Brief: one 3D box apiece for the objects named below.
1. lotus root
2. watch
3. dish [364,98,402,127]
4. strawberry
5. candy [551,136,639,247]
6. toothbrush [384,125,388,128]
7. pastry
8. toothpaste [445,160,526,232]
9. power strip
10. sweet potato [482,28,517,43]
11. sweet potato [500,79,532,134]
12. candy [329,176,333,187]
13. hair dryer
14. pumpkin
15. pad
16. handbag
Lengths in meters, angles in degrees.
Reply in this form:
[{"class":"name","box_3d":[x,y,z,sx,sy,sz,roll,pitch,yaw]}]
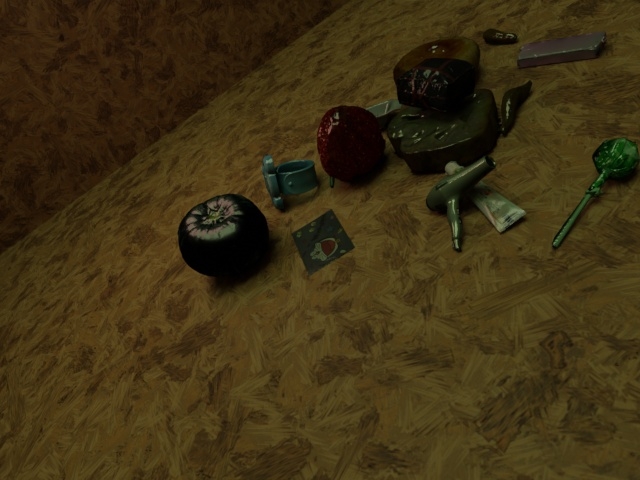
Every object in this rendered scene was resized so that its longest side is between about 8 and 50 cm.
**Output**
[{"class":"lotus root","box_3d":[0.412,-0.373,1.465,0.375,0.111,0.390,-32,35,-5]},{"class":"watch","box_3d":[-0.113,-0.241,1.671,0.193,0.211,0.211,-15,36,-9]},{"class":"dish","box_3d":[0.214,-0.480,1.750,0.234,0.064,0.154,-14,30,27]},{"class":"strawberry","box_3d":[0.100,-0.348,1.519,0.238,0.288,0.250,-19,58,5]},{"class":"candy","box_3d":[0.632,-0.107,1.033,0.323,0.097,0.097,-51,39,-8]},{"class":"toothbrush","box_3d":[0.293,-0.445,1.704,0.167,0.014,0.011,1,32,38]},{"class":"pastry","box_3d":[0.447,-0.661,1.714,0.356,0.164,0.356,-18,36,13]},{"class":"toothpaste","box_3d":[0.436,-0.135,1.219,0.056,0.058,0.314,-2,36,-18]},{"class":"power strip","box_3d":[0.818,-0.651,1.514,0.279,0.037,0.109,11,56,43]},{"class":"sweet potato","box_3d":[0.709,-0.817,1.773,0.053,0.054,0.182,-44,39,2]},{"class":"sweet potato","box_3d":[0.605,-0.431,1.409,0.249,0.069,0.059,-56,2,-26]},{"class":"candy","box_3d":[0.041,-0.312,1.719,0.091,0.083,0.305,128,152,-47]},{"class":"hair dryer","box_3d":[0.381,-0.117,1.159,0.219,0.088,0.225,-58,27,32]},{"class":"pumpkin","box_3d":[-0.326,-0.008,1.513,0.315,0.238,0.315,-8,54,11]},{"class":"pad","box_3d":[0.000,0.000,1.438,0.170,0.006,0.245,-32,37,4]},{"class":"handbag","box_3d":[0.368,-0.499,1.428,0.169,0.155,0.215,-34,41,-28]}]
